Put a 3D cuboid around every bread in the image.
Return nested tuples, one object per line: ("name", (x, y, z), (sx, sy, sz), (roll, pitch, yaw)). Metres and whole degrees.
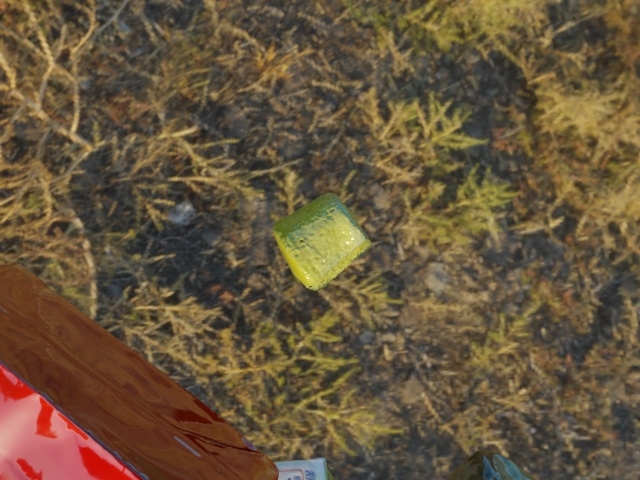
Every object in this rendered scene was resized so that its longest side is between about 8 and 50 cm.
("bread", (0.000, 0.000, 1.277), (0.114, 0.129, 0.111), (-34, 85, 4))

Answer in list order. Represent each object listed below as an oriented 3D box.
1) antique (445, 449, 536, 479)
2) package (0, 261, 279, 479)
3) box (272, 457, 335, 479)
("antique", (0.208, 0.388, 1.022), (0.125, 0.150, 0.284), (33, 20, -26))
("package", (-0.216, 0.152, 0.757), (0.424, 0.196, 0.123), (37, 98, 5))
("box", (-0.060, 0.356, 0.900), (0.169, 0.097, 0.265), (-7, 59, 3))
